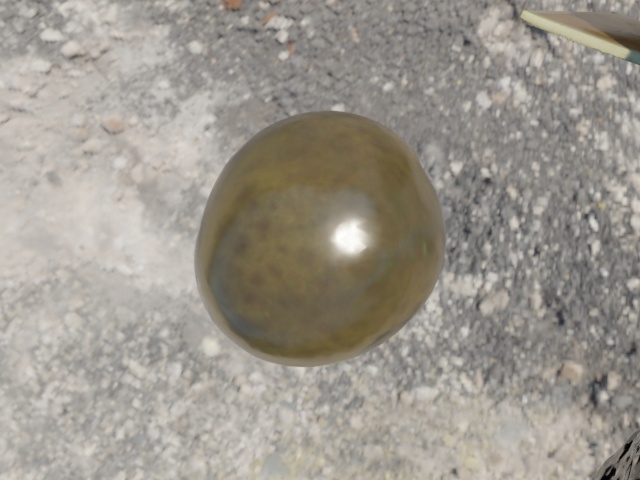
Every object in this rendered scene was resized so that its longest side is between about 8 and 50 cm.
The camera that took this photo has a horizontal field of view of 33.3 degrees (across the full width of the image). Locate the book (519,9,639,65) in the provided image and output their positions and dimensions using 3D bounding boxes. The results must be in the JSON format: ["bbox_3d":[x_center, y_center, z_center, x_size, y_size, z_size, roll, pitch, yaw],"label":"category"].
[{"bbox_3d":[0.356,-0.233,1.228,0.170,0.242,0.018,30,116,30],"label":"book"}]

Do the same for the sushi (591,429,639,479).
[{"bbox_3d":[0.353,0.254,0.832,0.300,0.281,0.294,1,142,-20],"label":"sushi"}]

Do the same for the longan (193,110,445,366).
[{"bbox_3d":[0.000,0.000,1.308,0.319,0.319,0.318,8,123,12],"label":"longan"}]
